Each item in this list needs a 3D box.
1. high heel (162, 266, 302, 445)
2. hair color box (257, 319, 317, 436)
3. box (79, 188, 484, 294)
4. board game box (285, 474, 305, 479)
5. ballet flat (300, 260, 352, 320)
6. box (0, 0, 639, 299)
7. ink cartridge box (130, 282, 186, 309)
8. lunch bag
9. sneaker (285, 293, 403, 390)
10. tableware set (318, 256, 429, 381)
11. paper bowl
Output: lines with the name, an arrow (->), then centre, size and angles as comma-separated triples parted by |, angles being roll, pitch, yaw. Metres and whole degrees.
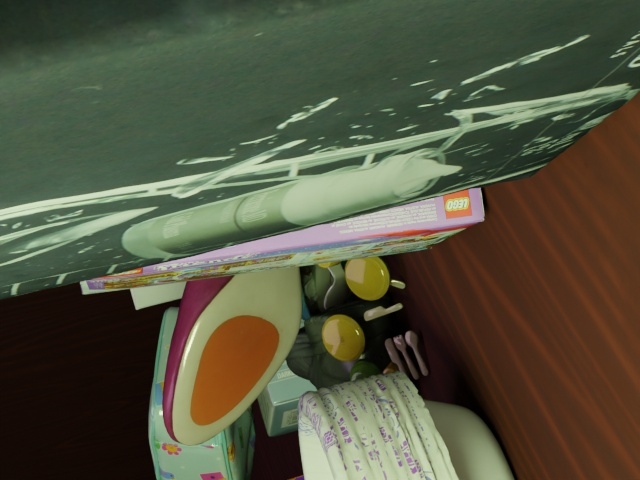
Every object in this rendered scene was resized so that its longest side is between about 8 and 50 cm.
high heel -> -0.096, 0.017, 1.588 | 0.181, 0.127, 0.377 | 21, 84, 52
hair color box -> -0.063, 0.047, 2.011 | 0.185, 0.114, 0.374 | 101, 153, -70
box -> -0.041, -0.011, 1.174 | 0.201, 0.293, 0.057 | 144, 118, -80
board game box -> -0.068, 0.566, 1.940 | 0.356, 0.356, 0.356 | 77, 174, -47
ballet flat -> 0.000, 0.000, 1.706 | 0.087, 0.083, 0.247 | 35, 145, 39
box -> -0.096, -0.158, 0.703 | 0.480, 0.472, 0.297 | 127, 128, -79
ink cartridge box -> -0.192, -0.018, 2.332 | 0.171, 0.233, 0.168 | -133, 31, -73
lunch bag -> -0.148, 0.226, 2.004 | 0.224, 0.108, 0.279 | -82, -9, -47
sneaker -> 0.026, 0.140, 1.632 | 0.286, 0.109, 0.130 | 123, 128, -80
tableware set -> 0.042, 0.072, 1.475 | 0.024, 0.104, 0.154 | -28, -86, -55
paper bowl -> 0.083, 0.246, 1.273 | 0.284, 0.148, 0.284 | 166, 90, -82
